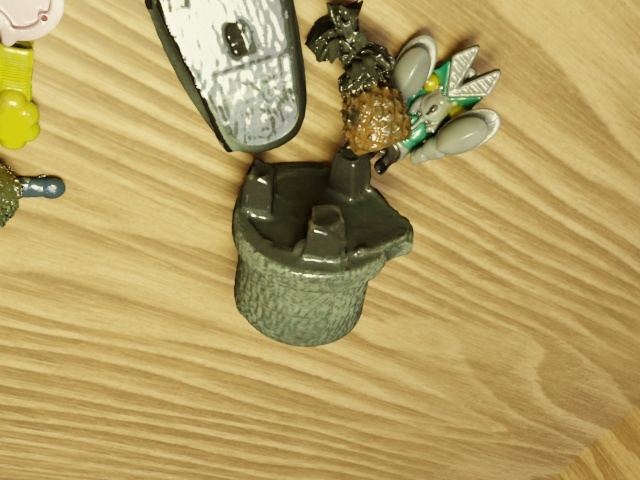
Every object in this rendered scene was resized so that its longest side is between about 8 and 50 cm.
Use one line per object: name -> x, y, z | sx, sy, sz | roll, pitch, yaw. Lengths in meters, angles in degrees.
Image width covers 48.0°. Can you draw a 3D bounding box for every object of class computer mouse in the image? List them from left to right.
computer mouse -> -0.128, -0.299, 1.013 | 0.203, 0.114, 0.374 | -17, 124, -5

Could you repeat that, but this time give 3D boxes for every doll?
doll -> -0.461, -0.082, 1.114 | 0.125, 0.027, 0.037 | 0, 127, -19
doll -> 0.192, -0.203, 1.193 | 0.194, 0.153, 0.258 | 21, 114, 1

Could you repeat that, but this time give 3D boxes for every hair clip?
hair clip -> -0.429, -0.201, 1.014 | 0.072, 0.046, 0.173 | 6, 127, -22

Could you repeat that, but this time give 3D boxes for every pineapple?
pineapple -> 0.060, -0.251, 1.102 | 0.119, 0.111, 0.237 | -30, 107, -35

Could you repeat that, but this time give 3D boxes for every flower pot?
flower pot -> 0.000, 0.000, 1.202 | 0.299, 0.299, 0.283 | -7, 134, -18

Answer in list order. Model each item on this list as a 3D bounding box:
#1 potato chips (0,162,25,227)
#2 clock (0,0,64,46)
potato chips -> -0.510, -0.091, 1.062 | 0.142, 0.026, 0.209 | 11, 127, -10
clock -> -0.381, -0.403, 0.844 | 0.290, 0.080, 0.275 | -39, 132, 12
